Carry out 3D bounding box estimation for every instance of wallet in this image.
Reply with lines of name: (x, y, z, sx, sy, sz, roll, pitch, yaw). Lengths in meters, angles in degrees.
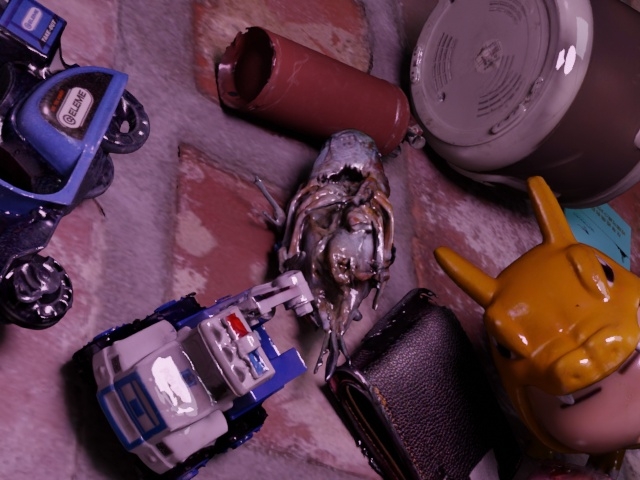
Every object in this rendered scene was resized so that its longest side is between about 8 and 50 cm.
wallet: (0.133, 0.208, 1.519, 0.262, 0.071, 0.221, 60, 34, -7)

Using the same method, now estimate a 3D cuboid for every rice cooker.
rice cooker: (0.325, -0.216, 1.877, 0.325, 0.335, 0.335, 17, 50, -42)

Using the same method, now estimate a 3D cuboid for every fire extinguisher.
fire extinguisher: (0.018, -0.182, 1.671, 0.337, 0.106, 0.147, 17, 26, -43)

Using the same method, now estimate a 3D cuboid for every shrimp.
shrimp: (0.000, -0.001, 1.487, 0.172, 0.137, 0.372, 10, 36, 0)

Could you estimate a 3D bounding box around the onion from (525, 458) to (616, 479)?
onion: (0.289, 0.359, 1.528, 0.159, 0.159, 0.194, 33, 71, -29)

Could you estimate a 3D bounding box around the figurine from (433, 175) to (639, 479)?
figurine: (0.319, 0.136, 1.567, 0.387, 0.401, 0.268, 43, 69, -41)

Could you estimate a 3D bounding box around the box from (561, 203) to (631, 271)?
box: (0.416, 0.010, 2.028, 0.162, 0.041, 0.229, 41, 38, -20)

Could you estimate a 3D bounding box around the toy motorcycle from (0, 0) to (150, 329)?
toy motorcycle: (-0.289, -0.075, 1.203, 0.213, 0.125, 0.358, 32, 39, -18)

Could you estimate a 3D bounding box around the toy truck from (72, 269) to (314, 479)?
toy truck: (-0.102, 0.118, 1.213, 0.213, 0.177, 0.161, -26, 85, -55)
